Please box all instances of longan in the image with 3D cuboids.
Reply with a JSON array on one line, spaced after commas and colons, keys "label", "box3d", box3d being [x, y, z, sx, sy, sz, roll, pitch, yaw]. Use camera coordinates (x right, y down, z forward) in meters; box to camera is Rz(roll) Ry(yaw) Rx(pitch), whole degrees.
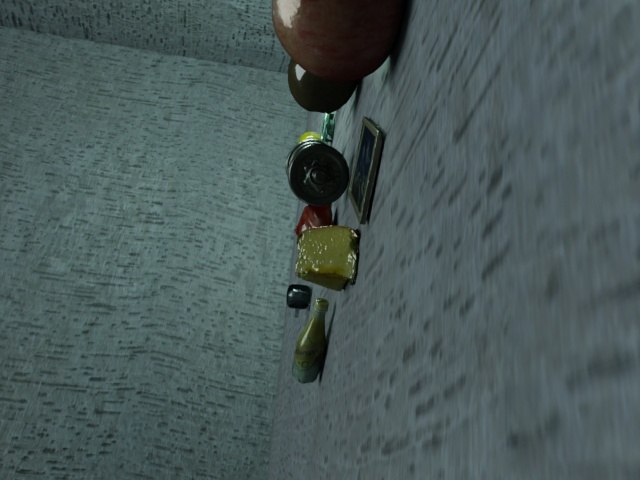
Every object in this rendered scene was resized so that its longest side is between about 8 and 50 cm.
[{"label": "longan", "box3d": [0.010, -0.502, 1.777, 0.248, 0.248, 0.248, -172, 90, -84]}]

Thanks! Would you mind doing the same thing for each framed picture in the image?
[{"label": "framed picture", "box3d": [0.102, -0.170, 1.390, 0.281, 0.019, 0.209, -101, 20, -73]}]

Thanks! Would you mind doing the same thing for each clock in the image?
[{"label": "clock", "box3d": [0.029, -0.425, 2.340, 0.101, 0.041, 0.135, 106, 169, -52]}]

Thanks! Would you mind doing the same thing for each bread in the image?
[{"label": "bread", "box3d": [0.052, 0.047, 1.432, 0.160, 0.169, 0.140, -10, 67, 41]}]

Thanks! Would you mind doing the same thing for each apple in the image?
[{"label": "apple", "box3d": [0.035, -0.513, 1.276, 0.345, 0.269, 0.344, -173, 90, -85]}]

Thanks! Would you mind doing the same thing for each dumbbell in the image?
[{"label": "dumbbell", "box3d": [-0.016, -0.212, 1.817, 0.406, 0.179, 0.179, -108, 27, -78]}]

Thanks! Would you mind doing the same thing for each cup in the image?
[{"label": "cup", "box3d": [-0.087, 0.232, 2.334, 0.129, 0.095, 0.128, 142, 133, -86]}]

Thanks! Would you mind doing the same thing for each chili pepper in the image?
[{"label": "chili pepper", "box3d": [0.000, 0.000, 1.829, 0.144, 0.136, 0.252, -34, 36, 13]}]

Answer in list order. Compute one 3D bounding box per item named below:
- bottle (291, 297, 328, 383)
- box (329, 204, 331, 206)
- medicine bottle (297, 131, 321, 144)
[{"label": "bottle", "box3d": [-0.023, 0.277, 1.676, 0.083, 0.083, 0.269, -93, 13, -62]}, {"label": "box", "box3d": [0.016, -0.089, 2.098, 0.133, 0.023, 0.090, 172, 107, -84]}, {"label": "medicine bottle", "box3d": [-0.037, -0.400, 2.545, 0.212, 0.122, 0.121, -97, 16, -70]}]
